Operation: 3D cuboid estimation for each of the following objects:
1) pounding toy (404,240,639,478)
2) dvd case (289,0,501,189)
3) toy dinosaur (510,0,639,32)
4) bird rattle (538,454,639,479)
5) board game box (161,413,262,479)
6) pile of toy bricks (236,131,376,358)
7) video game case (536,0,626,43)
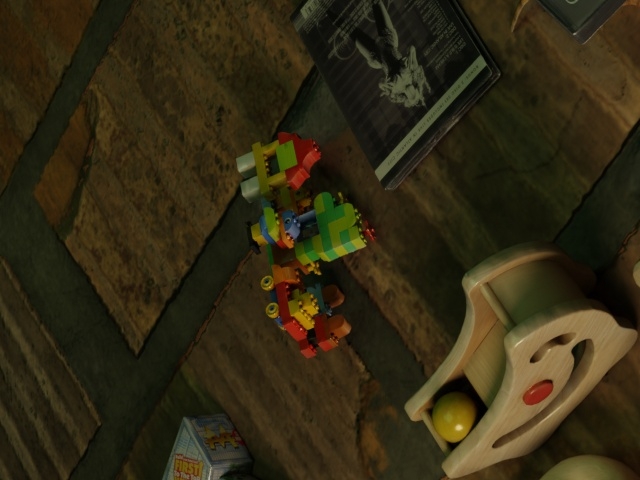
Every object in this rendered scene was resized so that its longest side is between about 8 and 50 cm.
[{"bbox_3d":[0.185,0.105,1.440,0.269,0.154,0.155,-54,53,31],"label":"pounding toy"},{"bbox_3d":[0.065,-0.183,1.672,0.164,0.018,0.221,-48,56,33],"label":"dvd case"},{"bbox_3d":[0.224,-0.221,1.474,0.211,0.064,0.112,14,100,46],"label":"toy dinosaur"},{"bbox_3d":[0.216,0.252,1.427,0.207,0.143,0.253,36,114,59],"label":"bird rattle"},{"bbox_3d":[-0.101,0.282,1.803,0.194,0.060,0.194,18,102,45],"label":"board game box"},{"bbox_3d":[0.000,0.000,1.692,0.105,0.118,0.212,-23,52,15],"label":"pile of toy bricks"},{"bbox_3d":[0.242,-0.313,1.417,0.274,0.026,0.196,-47,55,11],"label":"video game case"}]
